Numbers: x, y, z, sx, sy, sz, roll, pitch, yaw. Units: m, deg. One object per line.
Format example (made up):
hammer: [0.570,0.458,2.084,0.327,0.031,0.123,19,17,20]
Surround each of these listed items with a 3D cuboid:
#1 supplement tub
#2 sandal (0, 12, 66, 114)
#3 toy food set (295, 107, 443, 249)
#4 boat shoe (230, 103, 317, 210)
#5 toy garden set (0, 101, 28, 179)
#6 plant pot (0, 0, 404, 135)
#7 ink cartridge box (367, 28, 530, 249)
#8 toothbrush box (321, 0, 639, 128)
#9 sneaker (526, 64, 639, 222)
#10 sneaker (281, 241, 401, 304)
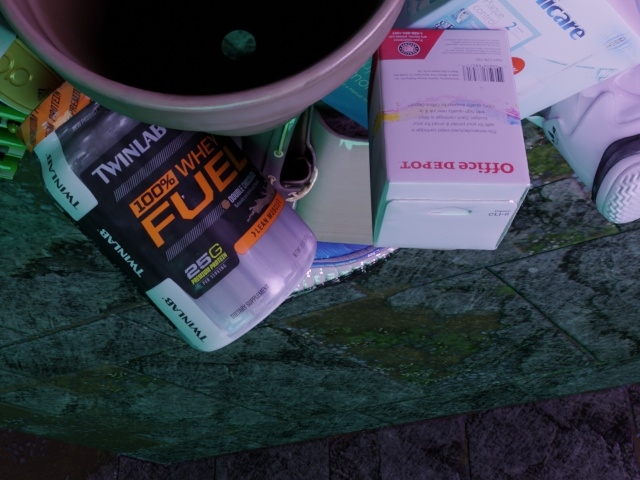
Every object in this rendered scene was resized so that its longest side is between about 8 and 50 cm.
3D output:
supplement tub: [-0.180,-0.051,0.973,0.338,0.207,0.207,48,135,-13]
sandal: [-0.365,-0.202,0.902,0.102,0.076,0.265,-45,146,8]
toy food set: [0.114,-0.093,1.193,0.306,0.092,0.219,3,142,-12]
boat shoe: [-0.055,-0.100,1.079,0.091,0.109,0.305,24,149,16]
toy garden set: [-0.482,-0.150,1.064,0.204,0.049,0.244,13,150,-27]
plant pot: [-0.085,-0.219,0.708,0.323,0.323,0.280,-1,169,-1]
ink cartridge box: [0.113,-0.094,0.784,0.128,0.176,0.127,1,152,-2]
toothbrush box: [0.160,-0.223,0.867,0.295,0.126,0.216,-24,145,36]
sneaker: [0.404,-0.195,0.936,0.366,0.210,0.137,-36,154,-8]
sneaker: [0.000,0.000,1.305,0.330,0.147,0.130,-18,171,-14]
